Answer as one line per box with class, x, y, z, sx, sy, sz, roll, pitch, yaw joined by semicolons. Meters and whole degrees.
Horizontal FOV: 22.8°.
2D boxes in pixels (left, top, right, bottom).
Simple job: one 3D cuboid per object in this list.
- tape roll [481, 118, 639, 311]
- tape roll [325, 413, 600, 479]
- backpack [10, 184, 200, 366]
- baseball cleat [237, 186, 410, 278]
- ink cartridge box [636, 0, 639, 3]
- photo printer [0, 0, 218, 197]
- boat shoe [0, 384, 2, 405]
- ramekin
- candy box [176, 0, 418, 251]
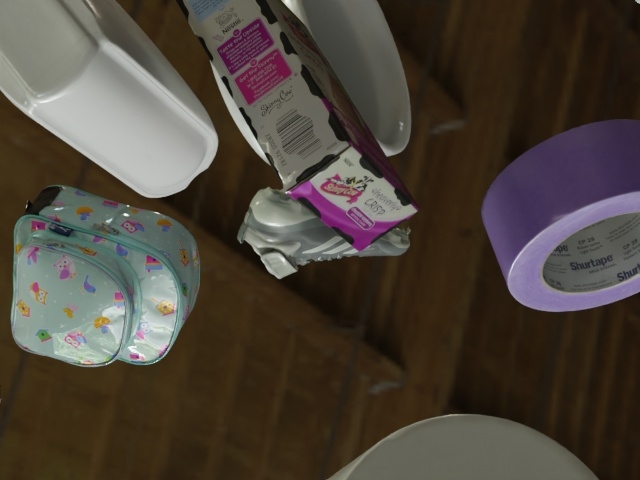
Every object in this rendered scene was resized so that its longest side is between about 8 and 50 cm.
tape roll;0.245;-0.019;1.424;0.189;0.189;0.080;36;-149;-52
tape roll;0.084;0.260;1.110;0.246;0.169;0.246;8;-114;-17
backpack;-0.223;0.045;1.639;0.144;0.188;0.165;-78;-1;-61
baseball cleat;0.000;0.000;1.851;0.206;0.072;0.109;17;-66;-23
ink cartridge box;0.493;-0.238;1.773;0.189;0.232;0.066;19;-90;-52
photo printer;-0.220;-0.171;1.398;0.107;0.256;0.307;-42;-23;3
boat shoe;-0.394;0.244;1.469;0.324;0.123;0.116;-56;-45;-44
ramekin;-0.016;-0.207;1.825;0.277;0.135;0.277;50;-152;-40
candy box;-0.020;-0.119;1.366;0.233;0.071;0.159;59;-170;28
